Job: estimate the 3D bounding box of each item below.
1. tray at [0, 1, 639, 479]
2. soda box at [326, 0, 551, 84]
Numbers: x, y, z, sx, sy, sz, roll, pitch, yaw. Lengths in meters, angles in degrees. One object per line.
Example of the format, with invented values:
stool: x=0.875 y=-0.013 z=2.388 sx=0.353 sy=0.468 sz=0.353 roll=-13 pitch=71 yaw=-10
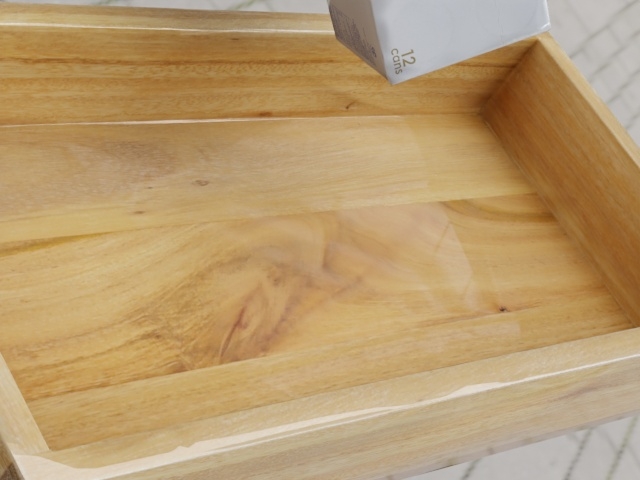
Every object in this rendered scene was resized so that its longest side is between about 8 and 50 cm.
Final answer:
tray: x=0.000 y=0.000 z=0.622 sx=0.411 sy=0.076 sz=0.202 roll=-7 pitch=55 yaw=-43
soda box: x=0.025 y=-0.175 z=0.563 sx=0.069 sy=0.074 sz=0.216 roll=-129 pitch=-158 yaw=-60
